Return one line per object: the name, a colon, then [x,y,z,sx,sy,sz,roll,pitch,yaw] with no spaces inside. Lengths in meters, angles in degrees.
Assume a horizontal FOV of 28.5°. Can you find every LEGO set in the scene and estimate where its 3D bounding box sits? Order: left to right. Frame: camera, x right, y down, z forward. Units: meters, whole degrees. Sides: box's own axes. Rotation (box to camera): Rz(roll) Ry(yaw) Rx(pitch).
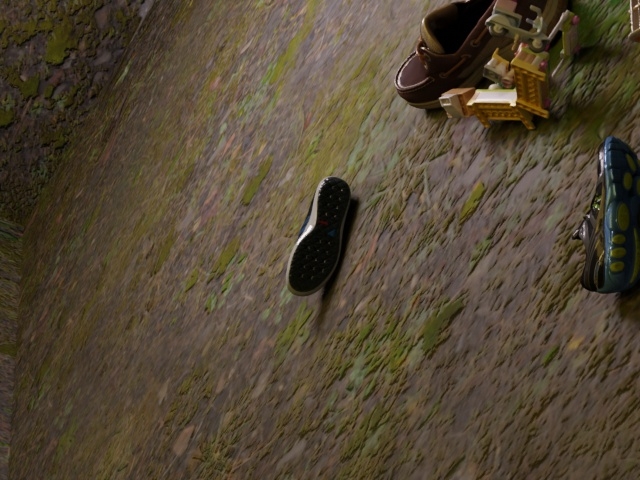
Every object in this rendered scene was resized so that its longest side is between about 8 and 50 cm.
LEGO set: [0.254,-0.223,1.609,0.107,0.132,0.287,-55,-3,-17]

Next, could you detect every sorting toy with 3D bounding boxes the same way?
sorting toy: [0.392,-0.270,1.442,0.075,0.045,0.083,-30,41,42]

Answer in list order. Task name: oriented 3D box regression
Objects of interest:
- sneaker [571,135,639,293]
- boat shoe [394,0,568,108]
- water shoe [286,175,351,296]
sneaker: [0.307,-0.030,1.362,0.078,0.067,0.188,-22,52,49]
boat shoe: [0.191,-0.285,1.762,0.342,0.123,0.123,-19,51,58]
water shoe: [0.000,0.000,1.988,0.080,0.073,0.203,119,172,-74]
